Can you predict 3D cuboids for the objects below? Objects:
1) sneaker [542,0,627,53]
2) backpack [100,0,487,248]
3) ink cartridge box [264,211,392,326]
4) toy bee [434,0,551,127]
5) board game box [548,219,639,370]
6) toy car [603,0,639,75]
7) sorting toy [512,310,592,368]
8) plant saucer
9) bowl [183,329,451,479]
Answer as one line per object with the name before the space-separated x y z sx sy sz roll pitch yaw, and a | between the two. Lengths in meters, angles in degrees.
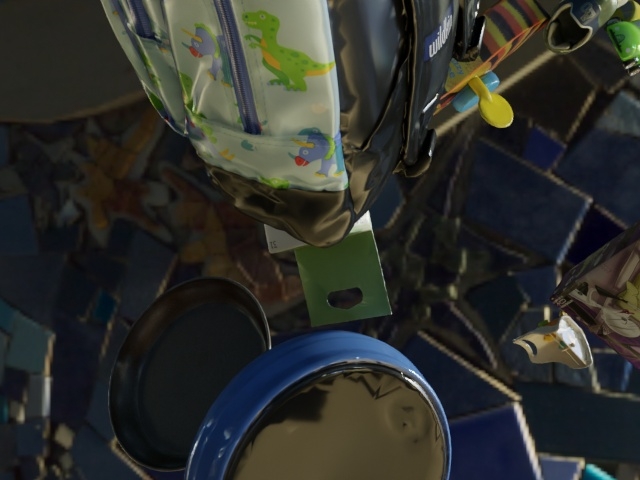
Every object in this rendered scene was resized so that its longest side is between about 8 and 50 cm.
sneaker | 0.322 -0.280 1.260 0.086 0.064 0.192 -40 0 -15
backpack | -0.020 -0.219 0.543 0.273 0.290 0.355 23 -25 10
ink cartridge box | 0.000 0.000 1.328 0.056 0.235 0.171 -7 -5 -42
toy bee | 0.170 -0.207 1.283 0.195 0.298 0.162 35 31 17
board game box | 0.367 0.064 0.908 0.208 0.056 0.347 34 -18 4
toy car | 0.432 -0.249 1.287 0.053 0.239 0.225 -27 -13 22
sorting toy | 0.280 0.126 1.182 0.075 0.044 0.083 -25 -53 32
plant saucer | -0.195 0.206 1.484 0.311 0.310 0.050 0 -23 35
bowl | 0.010 0.318 1.288 0.391 0.391 0.077 -1 13 -29
